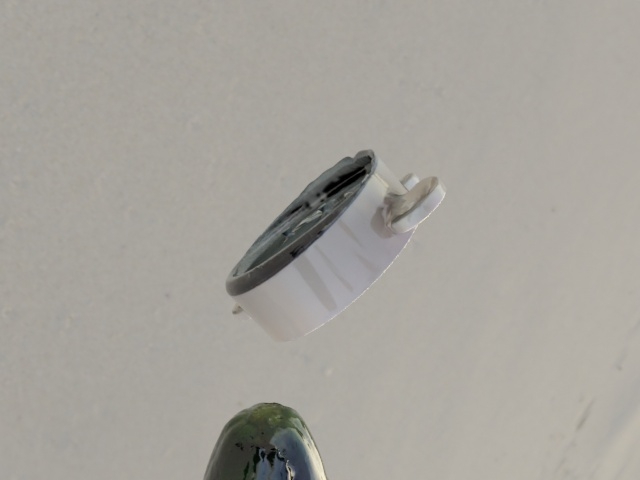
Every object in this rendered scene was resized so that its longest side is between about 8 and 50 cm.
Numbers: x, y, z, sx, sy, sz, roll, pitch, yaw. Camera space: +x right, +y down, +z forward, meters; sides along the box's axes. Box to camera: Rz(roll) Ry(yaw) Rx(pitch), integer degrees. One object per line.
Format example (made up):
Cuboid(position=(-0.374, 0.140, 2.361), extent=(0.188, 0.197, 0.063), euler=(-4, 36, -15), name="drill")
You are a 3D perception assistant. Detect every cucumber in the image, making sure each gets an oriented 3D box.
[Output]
Cuboid(position=(-0.028, 0.180, 0.504), extent=(0.069, 0.069, 0.227), euler=(-28, 128, -45), name="cucumber")

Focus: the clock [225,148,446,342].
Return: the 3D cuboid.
Cuboid(position=(0.000, 0.000, 0.768), extent=(0.229, 0.063, 0.155), euler=(-29, -160, 42), name="clock")
